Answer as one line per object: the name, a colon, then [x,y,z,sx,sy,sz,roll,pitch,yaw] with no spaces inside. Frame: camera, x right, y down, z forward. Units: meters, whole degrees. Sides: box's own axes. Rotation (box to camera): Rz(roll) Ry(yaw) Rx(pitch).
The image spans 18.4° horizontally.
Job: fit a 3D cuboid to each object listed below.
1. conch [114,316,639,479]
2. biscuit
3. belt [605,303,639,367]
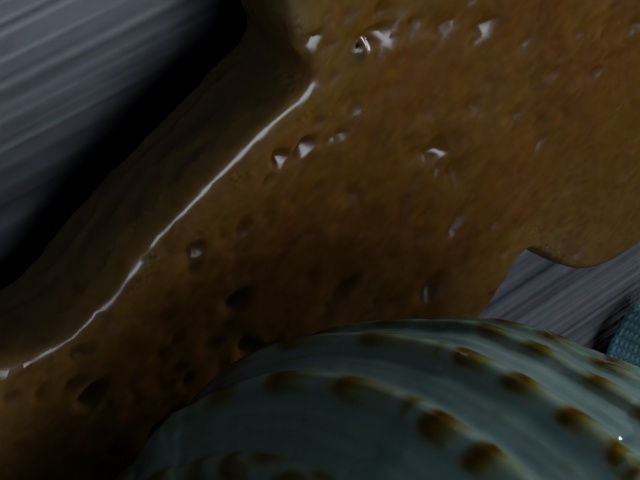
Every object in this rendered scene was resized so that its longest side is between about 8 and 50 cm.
conch: [0.008,0.149,0.814,0.303,0.215,0.319,-60,174,25]
biscuit: [0.000,0.000,0.903,0.394,0.076,0.368,-53,145,6]
belt: [0.192,0.122,1.231,0.100,0.065,0.179,-38,141,-33]
